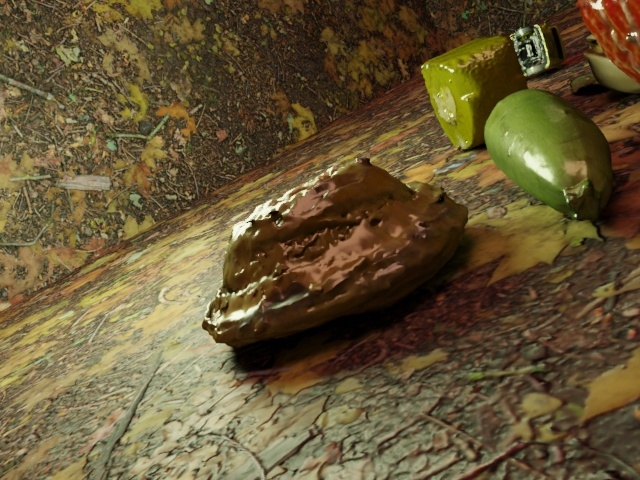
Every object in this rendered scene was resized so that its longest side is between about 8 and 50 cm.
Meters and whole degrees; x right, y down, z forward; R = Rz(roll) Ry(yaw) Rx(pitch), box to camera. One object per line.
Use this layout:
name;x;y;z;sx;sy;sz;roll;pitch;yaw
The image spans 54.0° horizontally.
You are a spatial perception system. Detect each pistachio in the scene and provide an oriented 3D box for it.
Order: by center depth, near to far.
pistachio;0.510;-0.301;1.010;0.152;0.126;0.223;12;19;2

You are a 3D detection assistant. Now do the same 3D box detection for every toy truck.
toy truck;0.509;-0.474;1.653;0.157;0.124;0.272;-23;7;-34

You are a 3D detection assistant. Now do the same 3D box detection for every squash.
squash;0.269;-0.108;0.735;0.118;0.118;0.370;-22;15;13

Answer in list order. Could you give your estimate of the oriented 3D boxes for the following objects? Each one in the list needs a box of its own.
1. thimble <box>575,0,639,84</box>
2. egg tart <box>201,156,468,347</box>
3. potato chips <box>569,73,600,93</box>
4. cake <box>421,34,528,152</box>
thimble;0.478;-0.311;0.682;0.350;0.350;0.230;-26;12;-3
egg tart;0.000;0.000;0.760;0.352;0.150;0.352;-24;10;5
potato chips;0.549;-0.319;1.213;0.142;0.026;0.209;-28;12;1
cake;0.292;-0.271;1.165;0.156;0.179;0.260;-25;17;5
